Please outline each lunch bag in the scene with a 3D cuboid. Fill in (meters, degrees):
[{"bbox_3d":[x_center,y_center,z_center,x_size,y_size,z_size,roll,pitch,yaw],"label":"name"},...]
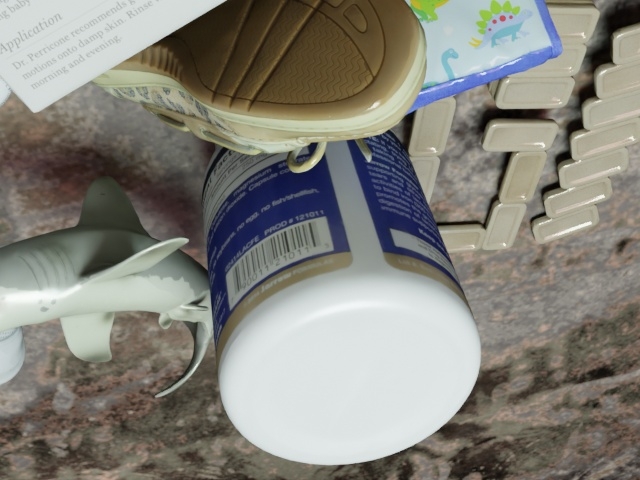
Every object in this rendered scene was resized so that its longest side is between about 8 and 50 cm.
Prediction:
[{"bbox_3d":[0.065,-0.142,0.583,0.129,0.151,0.096,-20,138,3],"label":"lunch bag"}]

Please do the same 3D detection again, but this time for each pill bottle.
[{"bbox_3d":[0.000,0.000,0.616,0.153,0.265,0.153,-5,131,-6],"label":"pill bottle"}]

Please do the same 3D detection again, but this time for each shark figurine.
[{"bbox_3d":[-0.129,0.016,0.653,0.166,0.116,0.278,-31,155,18],"label":"shark figurine"}]

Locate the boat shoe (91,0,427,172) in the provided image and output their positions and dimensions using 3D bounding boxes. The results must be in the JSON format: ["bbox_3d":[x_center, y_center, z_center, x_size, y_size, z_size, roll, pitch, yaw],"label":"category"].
[{"bbox_3d":[-0.041,-0.104,0.546,0.089,0.285,0.104,42,75,-44],"label":"boat shoe"}]

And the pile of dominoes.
[{"bbox_3d":[0.160,-0.088,0.743,0.196,0.040,0.251,-2,138,-11],"label":"pile of dominoes"}]

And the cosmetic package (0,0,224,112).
[{"bbox_3d":[-0.170,-0.267,0.429,0.197,0.155,0.365,-27,129,9],"label":"cosmetic package"}]

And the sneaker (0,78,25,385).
[{"bbox_3d":[-0.258,-0.046,0.604,0.210,0.137,0.366,-23,128,10],"label":"sneaker"}]
